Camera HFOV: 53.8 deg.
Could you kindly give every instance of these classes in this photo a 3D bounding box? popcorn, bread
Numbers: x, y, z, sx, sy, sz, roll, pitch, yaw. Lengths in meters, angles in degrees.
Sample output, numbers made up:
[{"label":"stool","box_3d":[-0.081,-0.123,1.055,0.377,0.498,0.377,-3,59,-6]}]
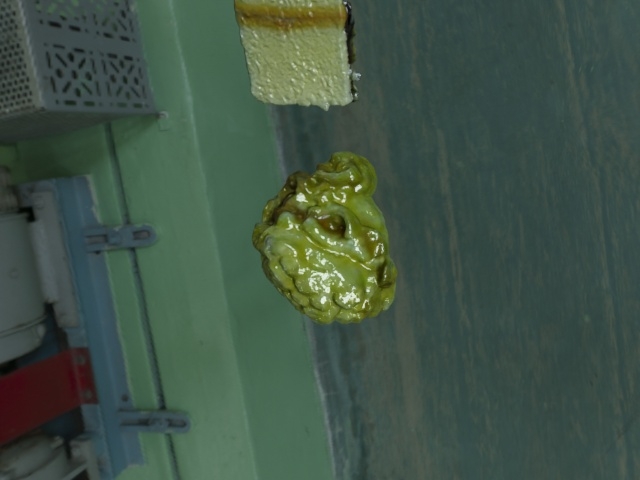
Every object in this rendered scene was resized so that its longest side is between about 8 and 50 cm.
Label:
[{"label":"popcorn","box_3d":[0.000,0.000,1.032,0.226,0.174,0.285,-6,77,-17]},{"label":"bread","box_3d":[-0.046,-0.311,0.835,0.142,0.178,0.265,-16,128,-14]}]
